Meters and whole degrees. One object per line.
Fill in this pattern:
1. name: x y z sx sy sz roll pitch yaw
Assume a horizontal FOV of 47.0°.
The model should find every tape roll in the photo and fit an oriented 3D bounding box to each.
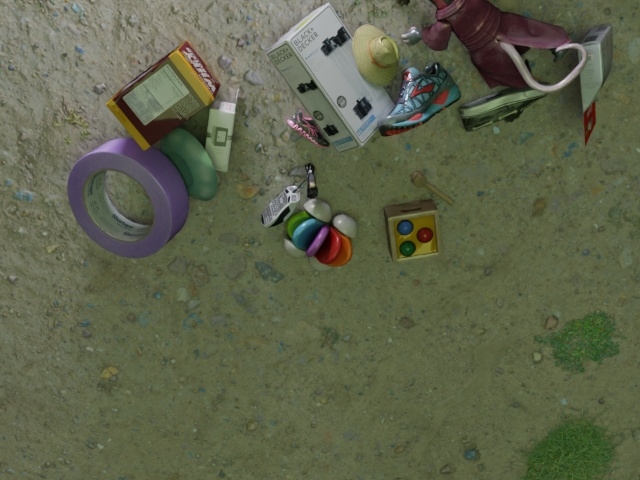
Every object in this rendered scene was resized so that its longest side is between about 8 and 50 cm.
1. tape roll: -0.453 -0.097 1.733 0.275 0.090 0.274 10 121 17

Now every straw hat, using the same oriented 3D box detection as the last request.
1. straw hat: 0.142 -0.426 1.659 0.145 0.061 0.144 6 79 -37

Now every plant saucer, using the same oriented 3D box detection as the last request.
1. plant saucer: -0.320 -0.170 1.721 0.037 0.195 0.194 -39 117 -35

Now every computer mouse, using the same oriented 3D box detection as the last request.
1. computer mouse: -0.073 -0.097 1.816 0.042 0.106 0.193 29 121 -36

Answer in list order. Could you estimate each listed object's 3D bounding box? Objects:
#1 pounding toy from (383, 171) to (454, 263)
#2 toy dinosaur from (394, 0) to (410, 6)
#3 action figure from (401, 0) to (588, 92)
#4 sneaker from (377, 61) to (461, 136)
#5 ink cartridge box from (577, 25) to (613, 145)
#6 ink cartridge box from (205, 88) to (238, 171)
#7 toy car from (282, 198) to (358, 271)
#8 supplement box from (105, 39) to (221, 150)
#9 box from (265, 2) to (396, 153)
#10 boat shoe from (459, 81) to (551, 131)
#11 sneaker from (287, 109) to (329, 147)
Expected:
1. pounding toy: 0.254 -0.061 1.837 0.181 0.094 0.205 -9 113 1
2. toy dinosaur: 0.211 -0.605 1.573 0.314 0.160 0.120 -10 71 1
3. action figure: 0.344 -0.450 1.599 0.370 0.275 0.248 25 118 -28
4. sneaker: 0.205 -0.327 1.683 0.262 0.104 0.125 -36 103 -36
5. ink cartridge box: 0.639 -0.358 1.691 0.066 0.189 0.232 -4 113 31
6. ink cartridge box: -0.233 -0.263 1.721 0.060 0.104 0.180 8 111 -7
7. toy car: 0.000 0.000 1.824 0.182 0.136 0.159 30 108 -14
8. supplement box: -0.343 -0.327 1.641 0.194 0.191 0.129 -33 110 11
9. box: 0.029 -0.362 1.659 0.169 0.087 0.290 -48 112 -30
10. boat shoe: 0.445 -0.319 1.757 0.220 0.077 0.070 -17 112 12
11. sneaker: -0.020 -0.268 1.768 0.119 0.047 0.057 35 95 -17
